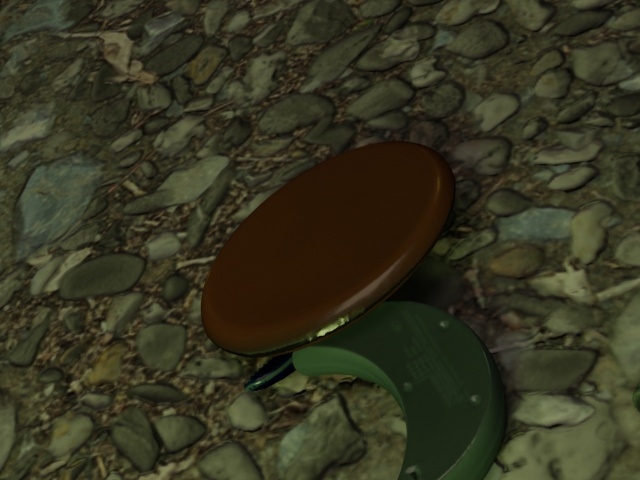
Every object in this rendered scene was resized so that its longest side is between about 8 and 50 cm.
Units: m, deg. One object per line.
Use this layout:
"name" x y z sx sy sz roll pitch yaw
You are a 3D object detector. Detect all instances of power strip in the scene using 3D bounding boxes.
"power strip" 0.062 0.108 0.899 0.137 0.044 0.216 -30 44 1

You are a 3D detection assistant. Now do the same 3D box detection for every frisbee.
"frisbee" 0.000 0.000 1.013 0.250 0.021 0.251 -27 29 17

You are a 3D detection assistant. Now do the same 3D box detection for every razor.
"razor" 0.000 0.073 0.980 0.028 0.044 0.154 41 77 17

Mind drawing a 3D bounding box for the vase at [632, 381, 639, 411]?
"vase" 0.288 0.035 0.820 0.086 0.086 0.214 20 67 40
